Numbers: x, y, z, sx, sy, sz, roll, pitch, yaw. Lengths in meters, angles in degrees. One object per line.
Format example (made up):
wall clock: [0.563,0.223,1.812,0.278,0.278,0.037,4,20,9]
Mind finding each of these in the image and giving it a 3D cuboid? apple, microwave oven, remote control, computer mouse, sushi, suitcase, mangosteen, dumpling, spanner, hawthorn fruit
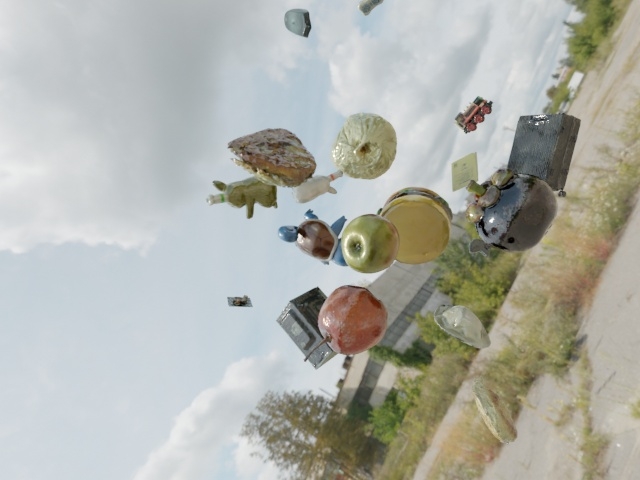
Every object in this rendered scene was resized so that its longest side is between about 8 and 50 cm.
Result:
apple: [0.194,0.015,1.703,0.194,0.261,0.260,-12,-53,-43]
microwave oven: [-0.011,0.387,1.924,0.238,0.295,0.181,-20,-28,-49]
remote control: [0.238,-1.127,2.006,0.074,0.122,0.032,29,-135,-39]
computer mouse: [-0.089,-1.002,1.940,0.068,0.229,0.113,-19,-48,-27]
sushi: [-0.418,0.307,2.188,0.120,0.126,0.026,-134,52,-65]
suitcase: [0.954,-0.372,1.830,0.152,0.230,0.334,7,-82,-31]
mangosteen: [0.629,-0.112,1.436,0.274,0.302,0.275,-57,-3,-4]
dumpling: [0.563,0.347,1.693,0.173,0.247,0.142,-26,-40,-46]
spanner: [0.774,-0.006,1.817,0.326,0.093,0.026,-21,-13,-14]
hawthorn fruit: [0.107,0.272,1.414,0.263,0.232,0.234,-62,-12,-58]

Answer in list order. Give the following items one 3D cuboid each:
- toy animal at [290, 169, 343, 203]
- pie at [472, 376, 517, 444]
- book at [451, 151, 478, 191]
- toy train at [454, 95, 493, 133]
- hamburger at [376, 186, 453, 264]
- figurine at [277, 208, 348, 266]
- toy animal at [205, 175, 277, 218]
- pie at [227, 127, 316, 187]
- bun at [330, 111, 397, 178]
toy animal: [-0.026,-0.279,2.136,0.283,0.138,0.140,-27,-43,-24]
pie: [0.557,0.547,1.362,0.084,0.205,0.178,-28,-59,5]
book: [0.801,-0.383,2.359,0.013,0.168,0.192,21,-117,-31]
toy train: [0.552,-0.455,1.523,0.138,0.087,0.050,-52,-11,29]
hamburger: [0.498,-0.082,2.193,0.277,0.396,0.395,-56,-16,-61]
figurine: [-0.010,-0.015,2.127,0.243,0.417,0.297,-100,31,-72]
toy animal: [-0.397,-0.223,2.132,0.363,0.181,0.180,-14,-45,-15]
pie: [-0.143,-0.259,1.319,0.308,0.308,0.085,-35,-24,-52]
bun: [0.218,-0.463,2.158,0.227,0.353,0.348,-78,-23,-62]
